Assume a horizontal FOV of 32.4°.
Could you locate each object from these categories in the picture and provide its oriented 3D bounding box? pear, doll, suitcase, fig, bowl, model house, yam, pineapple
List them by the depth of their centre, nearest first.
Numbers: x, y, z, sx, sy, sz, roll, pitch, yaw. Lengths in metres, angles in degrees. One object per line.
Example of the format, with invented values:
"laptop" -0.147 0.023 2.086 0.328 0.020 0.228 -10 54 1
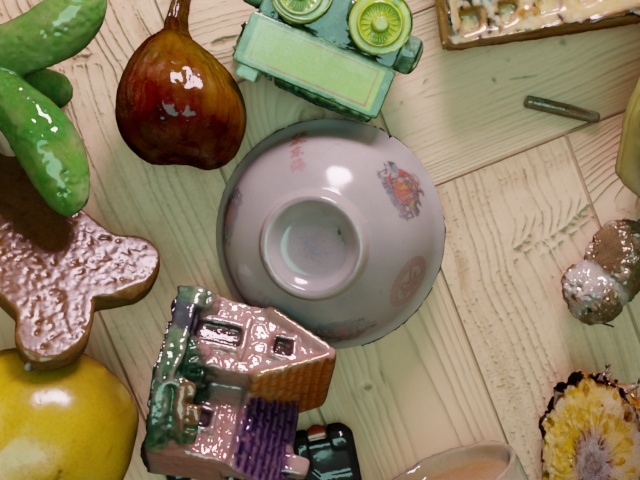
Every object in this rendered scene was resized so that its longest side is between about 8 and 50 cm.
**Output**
"pear" -0.399 0.303 1.503 0.285 0.285 0.336 18 68 -5
"model house" -0.107 0.212 1.520 0.237 0.202 0.237 12 55 -1
"bowl" 0.000 0.000 1.544 0.345 0.157 0.345 1 96 10
"fig" -0.204 -0.232 1.570 0.191 0.190 0.290 -10 56 -2
"pineapple" 0.497 0.313 1.625 0.272 0.262 0.262 3 96 -27
"doll" 0.441 0.026 1.627 0.115 0.105 0.221 30 93 -42
"yam" 0.361 -0.196 1.645 0.116 0.021 0.021 13 94 -3
"suitcase" -0.075 0.397 1.652 0.285 0.066 0.206 -11 96 -2

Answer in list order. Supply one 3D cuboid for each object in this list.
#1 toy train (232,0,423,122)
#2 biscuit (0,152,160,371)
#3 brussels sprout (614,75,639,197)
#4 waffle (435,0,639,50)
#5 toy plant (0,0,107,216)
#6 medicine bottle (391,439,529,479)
"toy train" 0.006 -0.283 1.551 0.272 0.159 0.188 23 98 -7
"biscuit" -0.434 -0.020 1.537 0.432 0.064 0.283 38 56 13
"brussels sprout" 0.624 -0.223 1.480 0.425 0.342 0.361 -4 110 -10
"waffle" 0.336 -0.424 1.576 0.376 0.114 0.261 -9 96 -2
"toy plant" -0.472 -0.208 1.498 0.356 0.210 0.317 7 89 -4
"medicine bottle" 0.254 0.523 1.597 0.236 0.236 0.406 -24 96 -1
